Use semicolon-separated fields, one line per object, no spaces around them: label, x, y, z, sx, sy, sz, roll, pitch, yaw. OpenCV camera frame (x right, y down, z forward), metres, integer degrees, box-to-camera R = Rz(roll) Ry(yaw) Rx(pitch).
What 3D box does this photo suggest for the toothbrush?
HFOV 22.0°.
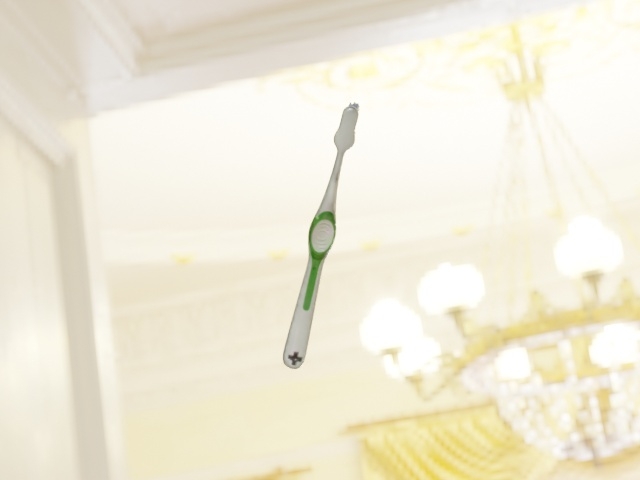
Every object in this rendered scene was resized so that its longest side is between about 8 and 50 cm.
toothbrush;0.000;0.001;1.695;0.030;0.030;0.304;2;-65;-26
